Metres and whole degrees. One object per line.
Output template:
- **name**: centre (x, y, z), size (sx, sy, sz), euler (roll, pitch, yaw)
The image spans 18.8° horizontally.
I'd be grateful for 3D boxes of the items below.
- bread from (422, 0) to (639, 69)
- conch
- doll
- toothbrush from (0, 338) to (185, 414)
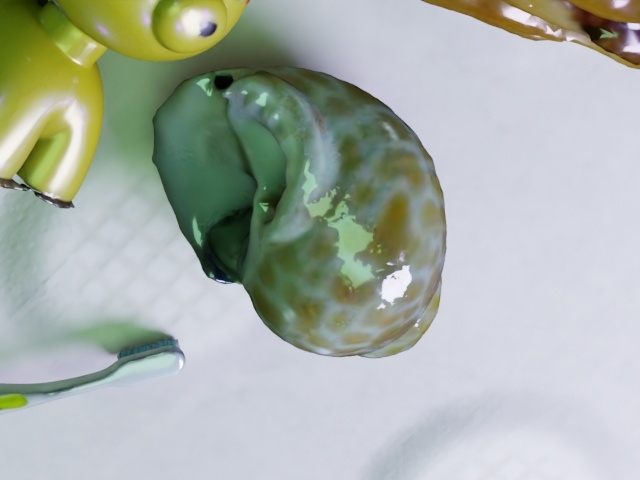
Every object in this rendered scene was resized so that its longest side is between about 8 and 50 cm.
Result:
- **bread**: centre (0.096, -0.240, 0.686), size (0.277, 0.167, 0.325), euler (18, 95, -23)
- **conch**: centre (0.002, -0.014, 0.873), size (0.173, 0.106, 0.116), euler (48, 127, -7)
- **doll**: centre (-0.085, -0.123, 0.802), size (0.221, 0.135, 0.143), euler (-52, 144, 13)
- **toothbrush**: centre (-0.194, 0.086, 0.939), size (0.263, 0.026, 0.022), euler (-14, 112, 0)
